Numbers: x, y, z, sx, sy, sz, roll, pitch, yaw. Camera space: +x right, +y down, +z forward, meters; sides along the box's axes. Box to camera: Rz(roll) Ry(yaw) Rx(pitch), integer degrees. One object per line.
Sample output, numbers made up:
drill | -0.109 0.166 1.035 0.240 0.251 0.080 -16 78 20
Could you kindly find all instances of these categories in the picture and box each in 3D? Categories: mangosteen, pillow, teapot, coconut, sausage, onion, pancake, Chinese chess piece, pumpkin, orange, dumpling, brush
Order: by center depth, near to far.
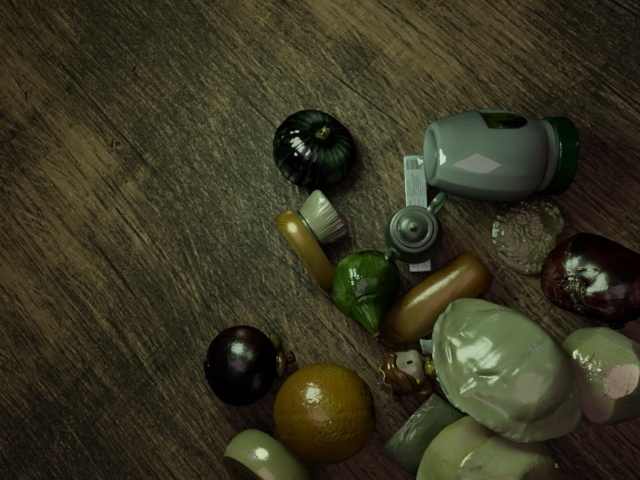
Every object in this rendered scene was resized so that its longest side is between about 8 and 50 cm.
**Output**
dumpling | 0.420 0.297 1.276 0.315 0.233 0.395 -11 54 -26
coconut | 0.398 0.592 1.306 0.352 0.352 0.353 -2 82 11
coconut | 0.705 0.341 1.310 0.227 0.227 0.230 -49 46 2
onion | 0.696 0.099 1.334 0.280 0.281 0.222 -2 106 11
teapot | 0.254 -0.034 1.422 0.162 0.149 0.239 44 92 14
orange | 0.013 0.459 1.424 0.273 0.274 0.275 -2 82 11
Chinese chess piece | -0.143 0.633 1.440 0.273 0.273 0.102 35 52 14
pillow | 0.281 0.530 1.450 0.148 0.050 0.230 40 93 -13
sausage | 0.311 0.174 1.487 0.354 0.116 0.134 -40 88 8
pancake | 0.590 -0.021 1.497 0.211 0.029 0.235 23 87 14
mangosteen | -0.196 0.350 1.518 0.265 0.228 0.229 -2 80 -20
brush | 0.000 0.000 1.555 0.166 0.174 0.267 -32 91 -3
pumpkin | -0.015 -0.273 1.570 0.249 0.216 0.250 7 69 -19

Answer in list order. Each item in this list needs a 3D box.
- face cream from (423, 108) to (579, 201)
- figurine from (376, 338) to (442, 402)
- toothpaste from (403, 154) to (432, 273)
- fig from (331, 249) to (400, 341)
face cream | 0.468 -0.226 1.425 0.356 0.313 0.220 1 124 -2
figurine | 0.276 0.349 1.451 0.263 0.142 0.190 -15 112 6
toothpaste | 0.280 -0.074 1.542 0.067 0.081 0.337 -3 81 11
fig | 0.134 0.154 1.448 0.203 0.203 0.235 -24 39 7
